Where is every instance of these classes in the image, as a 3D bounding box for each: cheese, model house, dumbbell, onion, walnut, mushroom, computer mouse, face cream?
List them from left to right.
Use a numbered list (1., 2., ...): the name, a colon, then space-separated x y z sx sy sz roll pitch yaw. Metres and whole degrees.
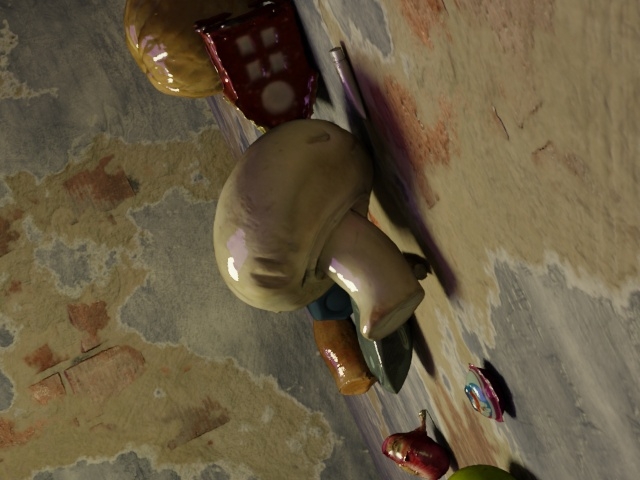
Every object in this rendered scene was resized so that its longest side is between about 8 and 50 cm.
1. walnut: -0.258 -0.427 1.872 0.285 0.285 0.296 67 162 -8
2. model house: -0.096 -0.285 1.627 0.254 0.160 0.196 66 173 -22
3. mushroom: -0.031 -0.005 1.442 0.315 0.315 0.356 128 132 -82
4. dumbbell: -0.013 0.035 2.098 0.316 0.143 0.156 57 169 46
5. face cream: 0.042 -0.227 1.359 0.115 0.020 0.038 67 172 -19
6. computer mouse: 0.109 0.115 1.739 0.167 0.090 0.379 -132 25 -66
7. onion: 0.215 0.432 1.989 0.150 0.140 0.150 20 164 6
8. cheese: 0.236 0.224 1.360 0.145 0.038 0.095 100 146 -75

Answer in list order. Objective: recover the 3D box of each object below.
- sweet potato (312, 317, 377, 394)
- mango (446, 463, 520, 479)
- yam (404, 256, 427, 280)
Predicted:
1. sweet potato: 0.039 0.261 2.544 0.337 0.131 0.131 62 172 19
2. mango: 0.276 0.434 1.393 0.175 0.143 0.293 66 163 -14
3. yam: 0.139 0.041 1.493 0.145 0.032 0.032 -160 46 -78
